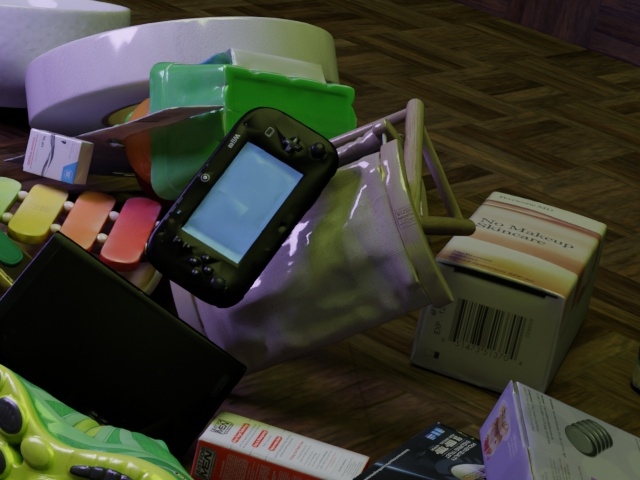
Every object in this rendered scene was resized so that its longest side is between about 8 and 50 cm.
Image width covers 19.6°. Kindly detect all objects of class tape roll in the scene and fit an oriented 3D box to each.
[{"bbox_3d":[-0.171,-0.189,2.280,0.392,0.072,0.392,-7,-8,-1],"label":"tape roll"}]

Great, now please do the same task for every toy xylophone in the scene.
[{"bbox_3d":[-0.296,0.001,1.941,0.322,0.081,0.236,10,20,-8],"label":"toy xylophone"}]

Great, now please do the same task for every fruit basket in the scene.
[{"bbox_3d":[-0.137,-0.115,2.133,0.327,0.165,0.353,6,-6,-38],"label":"fruit basket"}]

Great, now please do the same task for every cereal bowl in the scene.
[{"bbox_3d":[-0.424,-0.256,2.449,0.339,0.141,0.339,7,10,-1],"label":"cereal bowl"}]

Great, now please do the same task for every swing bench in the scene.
[{"bbox_3d":[0.000,0.000,1.835,0.253,0.165,0.255,-22,11,16],"label":"swing bench"}]

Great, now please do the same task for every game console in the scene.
[{"bbox_3d":[-0.127,0.019,1.677,0.213,0.361,0.044,35,-23,2],"label":"game console"}]

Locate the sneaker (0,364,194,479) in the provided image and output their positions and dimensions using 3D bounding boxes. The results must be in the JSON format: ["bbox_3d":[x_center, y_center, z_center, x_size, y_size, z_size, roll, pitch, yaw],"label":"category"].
[{"bbox_3d":[-0.195,0.189,1.483,0.295,0.109,0.123,26,0,37],"label":"sneaker"}]

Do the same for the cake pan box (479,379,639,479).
[{"bbox_3d":[0.255,0.251,1.473,0.245,0.070,0.267,23,27,-16],"label":"cake pan box"}]

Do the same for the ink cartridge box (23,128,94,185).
[{"bbox_3d":[-0.293,-0.093,2.022,0.083,0.048,0.028,15,5,24],"label":"ink cartridge box"}]

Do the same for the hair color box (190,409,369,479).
[{"bbox_3d":[-0.035,0.198,1.615,0.141,0.043,0.072,18,19,9],"label":"hair color box"}]

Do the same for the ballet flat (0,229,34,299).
[{"bbox_3d":[-0.300,0.047,1.810,0.232,0.073,0.080,41,24,9],"label":"ballet flat"}]

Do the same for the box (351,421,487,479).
[{"bbox_3d":[0.116,0.236,1.555,0.147,0.077,0.180,23,21,23],"label":"box"}]

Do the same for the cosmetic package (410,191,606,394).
[{"bbox_3d":[0.214,0.055,2.053,0.153,0.129,0.296,16,19,11],"label":"cosmetic package"}]

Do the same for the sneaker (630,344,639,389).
[{"bbox_3d":[0.495,0.124,2.059,0.302,0.121,0.108,5,21,-22],"label":"sneaker"}]
